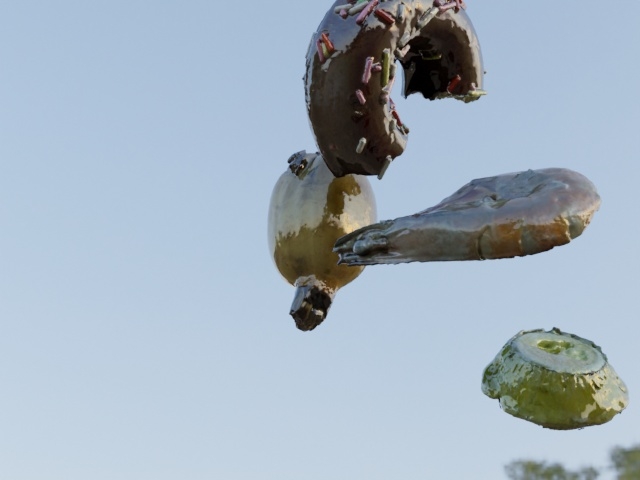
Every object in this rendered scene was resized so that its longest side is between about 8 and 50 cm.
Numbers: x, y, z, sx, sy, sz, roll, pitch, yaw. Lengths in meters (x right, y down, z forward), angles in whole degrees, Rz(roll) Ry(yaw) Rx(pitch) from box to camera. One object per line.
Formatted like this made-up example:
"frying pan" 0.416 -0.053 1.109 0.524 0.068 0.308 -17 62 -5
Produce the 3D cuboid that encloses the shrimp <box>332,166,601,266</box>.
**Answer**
"shrimp" 0.167 -0.028 1.175 0.317 0.164 0.062 -11 -63 20

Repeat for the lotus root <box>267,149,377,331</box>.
"lotus root" 0.000 0.000 1.627 0.183 0.310 0.183 3 -32 2

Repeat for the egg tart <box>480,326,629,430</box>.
"egg tart" 0.308 0.172 1.302 0.197 0.197 0.078 3 -68 -1

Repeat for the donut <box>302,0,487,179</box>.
"donut" 0.118 -0.274 1.532 0.136 0.345 0.259 15 -49 43
